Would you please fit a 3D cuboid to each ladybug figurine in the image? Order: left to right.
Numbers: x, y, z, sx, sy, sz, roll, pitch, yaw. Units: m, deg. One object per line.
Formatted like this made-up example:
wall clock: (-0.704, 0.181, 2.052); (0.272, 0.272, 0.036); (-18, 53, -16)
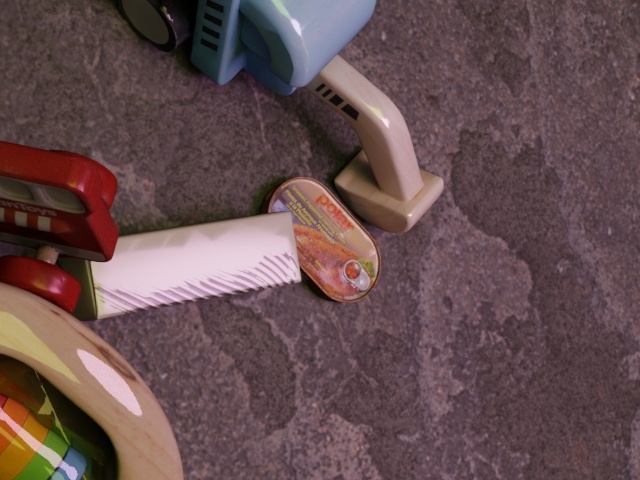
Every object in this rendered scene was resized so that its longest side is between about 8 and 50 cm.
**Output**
ladybug figurine: (-0.336, 0.211, 1.566); (0.305, 0.162, 0.449); (-42, 111, -1)

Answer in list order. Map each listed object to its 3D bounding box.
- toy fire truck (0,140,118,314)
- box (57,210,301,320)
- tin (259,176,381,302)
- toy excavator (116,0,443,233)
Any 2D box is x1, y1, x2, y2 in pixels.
toy fire truck: (-0.363, -0.053, 1.545); (0.302, 0.254, 0.169); (14, 68, 9)
box: (-0.170, 0.029, 1.759); (0.275, 0.113, 0.094); (-10, 91, -28)
tin: (0.000, 0.000, 1.898); (0.189, 0.040, 0.106); (48, 70, -17)
toy excavator: (-0.017, -0.235, 1.784); (0.445, 0.433, 0.222); (39, 65, 10)
